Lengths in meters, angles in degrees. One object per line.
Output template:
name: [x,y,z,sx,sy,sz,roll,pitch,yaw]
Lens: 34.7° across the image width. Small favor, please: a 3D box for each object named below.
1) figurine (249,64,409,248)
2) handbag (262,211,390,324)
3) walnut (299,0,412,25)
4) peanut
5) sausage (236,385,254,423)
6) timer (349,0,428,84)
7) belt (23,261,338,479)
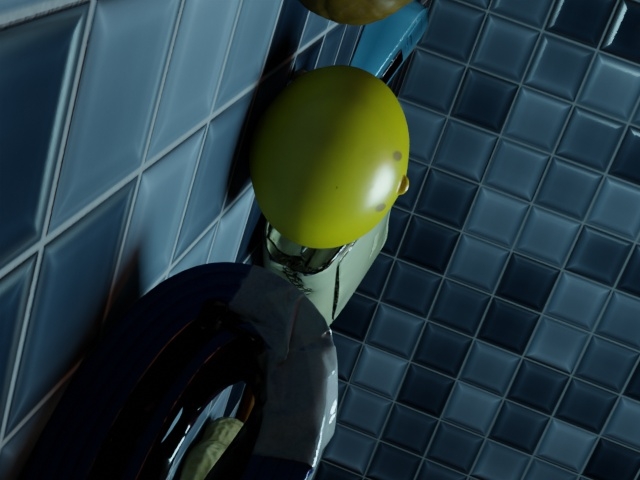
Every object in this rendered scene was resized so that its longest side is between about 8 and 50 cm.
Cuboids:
figurine: [0.013,-0.103,1.269,0.344,0.187,0.215,-75,176,-85]
handbag: [0.000,0.000,1.626,0.237,0.160,0.358,-61,172,-19]
walnut: [0.037,-0.277,0.910,0.207,0.167,0.167,-53,164,-65]
peanut: [-0.168,0.350,1.659,0.104,0.085,0.228,-61,180,23]
sausage: [-0.099,0.340,2.098,0.133,0.133,0.258,-55,164,-69]
timer: [0.093,-0.328,1.874,0.250,0.091,0.232,-58,176,4]
belt: [-0.116,0.185,0.861,0.117,0.212,0.347,99,17,-58]
